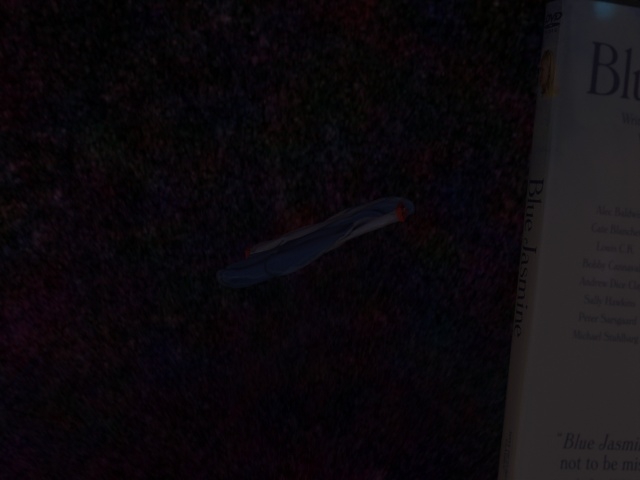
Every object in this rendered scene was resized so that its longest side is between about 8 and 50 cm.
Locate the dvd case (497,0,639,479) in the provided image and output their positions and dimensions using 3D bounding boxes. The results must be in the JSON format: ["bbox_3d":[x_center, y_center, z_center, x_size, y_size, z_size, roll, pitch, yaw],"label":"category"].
[{"bbox_3d":[0.184,0.012,0.490,0.180,0.022,0.253,5,92,-15],"label":"dvd case"}]

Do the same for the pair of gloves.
[{"bbox_3d":[0.000,0.000,0.807,0.159,0.198,0.023,-20,96,7],"label":"pair of gloves"}]
